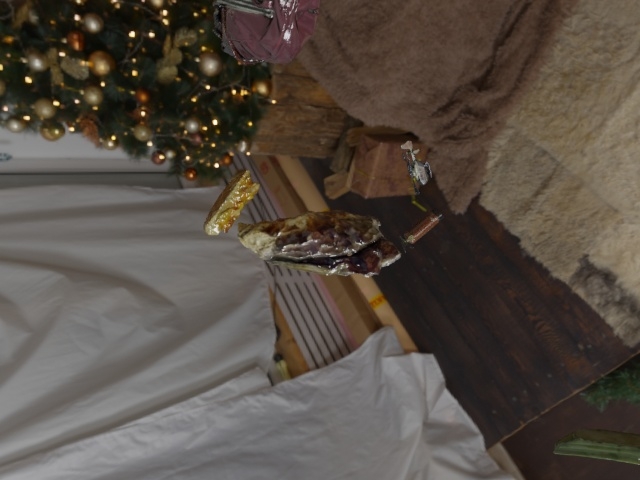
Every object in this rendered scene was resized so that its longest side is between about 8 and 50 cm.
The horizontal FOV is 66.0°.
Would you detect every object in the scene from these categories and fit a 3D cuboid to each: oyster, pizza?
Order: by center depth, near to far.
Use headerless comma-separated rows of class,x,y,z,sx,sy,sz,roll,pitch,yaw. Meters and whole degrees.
pizza,-0.162,-0.070,0.914,0.134,0.046,0.175,-38,22,34
oyster,0.001,-0.010,0.986,0.275,0.270,0.101,23,120,41

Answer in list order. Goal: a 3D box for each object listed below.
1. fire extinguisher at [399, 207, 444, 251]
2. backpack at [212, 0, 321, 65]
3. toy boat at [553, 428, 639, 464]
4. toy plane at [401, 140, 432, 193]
fire extinguisher,0.334,-0.034,1.651,0.062,0.177,0.050,48,174,20
backpack,-0.104,-0.480,0.969,0.317,0.197,0.284,-122,46,-56
toy boat,0.713,0.496,1.173,0.292,0.093,0.055,-5,95,33
toy plane,0.216,-0.168,1.113,0.031,0.049,0.121,13,125,66
